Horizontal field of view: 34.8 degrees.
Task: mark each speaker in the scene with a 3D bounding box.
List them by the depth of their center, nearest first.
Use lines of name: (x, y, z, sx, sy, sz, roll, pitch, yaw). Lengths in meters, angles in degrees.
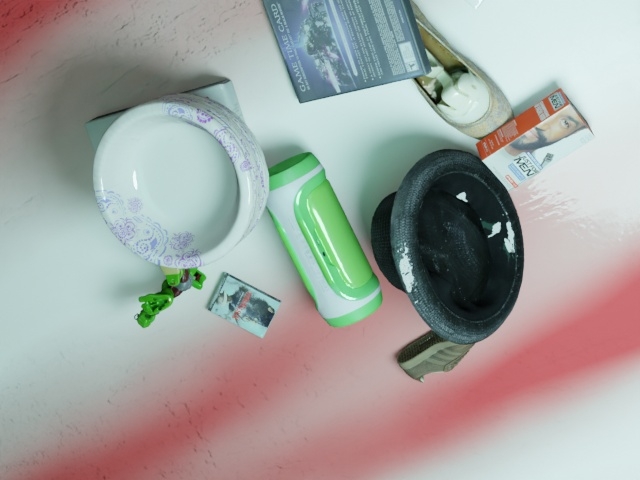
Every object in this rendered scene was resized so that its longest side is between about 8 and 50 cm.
speaker: (0.000, 0.000, 1.792, 0.131, 0.131, 0.296, -22, 104, 18)

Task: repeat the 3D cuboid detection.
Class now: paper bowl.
paper bowl: (-0.225, -0.106, 1.718, 0.284, 0.148, 0.284, 6, 110, 16)

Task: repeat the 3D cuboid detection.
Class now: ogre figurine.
ogre figurine: (-0.265, 0.068, 1.876, 0.097, 0.118, 0.197, 18, 111, 9)

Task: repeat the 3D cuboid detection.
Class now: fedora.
fedora: (0.196, 0.011, 1.723, 0.152, 0.334, 0.334, 0, 114, 49)

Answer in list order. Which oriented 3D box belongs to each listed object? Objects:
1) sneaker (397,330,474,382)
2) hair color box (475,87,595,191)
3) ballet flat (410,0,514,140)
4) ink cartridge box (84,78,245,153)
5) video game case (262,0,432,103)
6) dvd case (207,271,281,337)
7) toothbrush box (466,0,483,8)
sneaker: (0.234, 0.196, 1.860, 0.188, 0.066, 0.071, -29, 119, 25)
hair color box: (0.353, -0.164, 1.683, 0.167, 0.053, 0.093, -35, 127, 20)
ballet flat: (0.192, -0.268, 1.667, 0.316, 0.106, 0.107, 43, 112, -6)
ink cartridge box: (-0.255, -0.137, 1.832, 0.275, 0.060, 0.238, -13, 105, 16)
video game case: (0.037, -0.337, 1.652, 0.274, 0.026, 0.196, -5, 111, 43)
dvd case: (-0.144, 0.123, 1.927, 0.119, 0.013, 0.087, 29, 113, 1)
toothbrush box: (0.166, -0.490, 1.539, 0.283, 0.206, 0.122, 39, 112, -3)
